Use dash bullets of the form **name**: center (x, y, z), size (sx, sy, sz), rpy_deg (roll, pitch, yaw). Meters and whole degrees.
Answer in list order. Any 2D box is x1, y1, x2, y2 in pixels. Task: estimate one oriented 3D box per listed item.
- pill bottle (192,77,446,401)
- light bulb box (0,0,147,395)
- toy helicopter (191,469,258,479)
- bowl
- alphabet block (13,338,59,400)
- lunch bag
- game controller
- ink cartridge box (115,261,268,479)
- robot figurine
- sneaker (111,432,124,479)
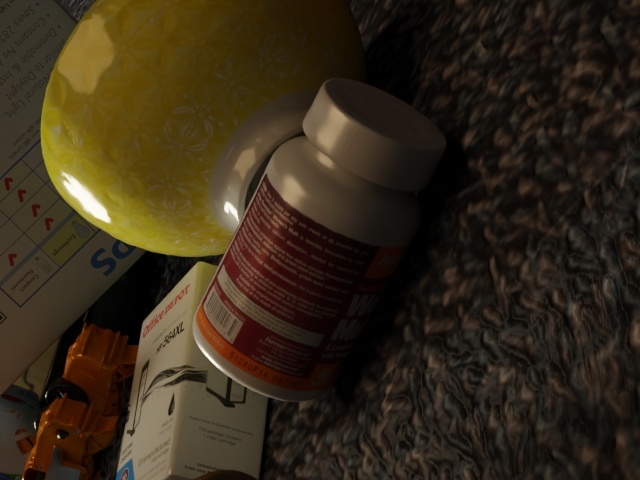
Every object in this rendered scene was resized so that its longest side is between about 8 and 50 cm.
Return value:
- **pill bottle**: center (0.000, 0.000, 1.074), size (0.221, 0.121, 0.121), rpy_deg (-62, 23, 23)
- **light bulb box**: center (-0.369, -0.091, 1.586), size (0.358, 0.361, 0.225), rpy_deg (-45, 21, -3)
- **toy helicopter**: center (-0.096, 0.309, 0.892), size (0.140, 0.235, 0.355), rpy_deg (-41, 36, 54)
- **bowl**: center (-0.061, -0.088, 1.167), size (0.156, 0.289, 0.289), rpy_deg (44, 117, 35)
- **alphabet block**: center (-0.432, 0.157, 1.911), size (0.192, 0.197, 0.193), rpy_deg (-24, 50, 62)
- **lunch bag**: center (-0.414, 0.298, 1.645), size (0.303, 0.115, 0.243), rpy_deg (-63, 18, 5)
- **game controller**: center (-0.278, 0.155, 1.744), size (0.166, 0.067, 0.319), rpy_deg (9, 81, 54)
- **ink cartridge box**: center (-0.110, 0.142, 1.277), size (0.148, 0.086, 0.203), rpy_deg (-43, 35, 51)
- **robot figurine**: center (-0.255, 0.239, 1.481), size (0.211, 0.085, 0.291), rpy_deg (-77, 3, -51)
- **sneaker**: center (-0.170, 0.185, 1.439), size (0.152, 0.053, 0.061), rpy_deg (-59, 21, 30)
